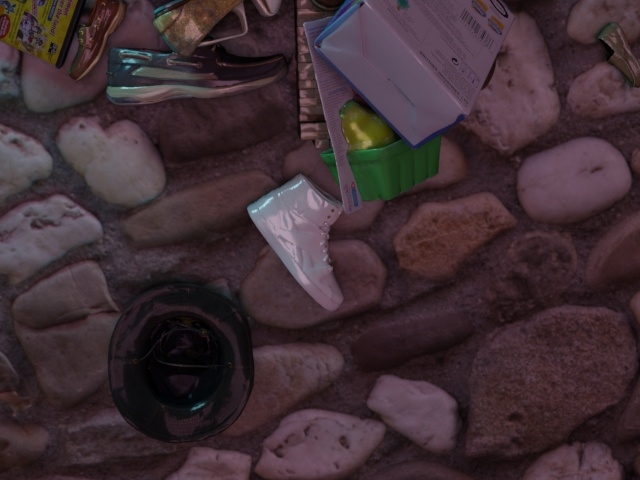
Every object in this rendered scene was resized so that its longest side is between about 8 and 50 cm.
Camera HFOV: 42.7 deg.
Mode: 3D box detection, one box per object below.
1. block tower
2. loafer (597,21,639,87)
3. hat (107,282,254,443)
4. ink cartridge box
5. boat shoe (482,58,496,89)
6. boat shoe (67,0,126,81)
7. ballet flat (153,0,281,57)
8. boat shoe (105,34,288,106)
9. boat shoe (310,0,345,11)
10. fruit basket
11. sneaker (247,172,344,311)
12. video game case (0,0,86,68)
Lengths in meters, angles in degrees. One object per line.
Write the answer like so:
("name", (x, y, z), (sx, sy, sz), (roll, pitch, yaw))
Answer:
("block tower", (-0.003, -0.354, 1.611), (0.091, 0.097, 0.335), (-4, 105, -6))
("loafer", (0.617, -0.376, 1.690), (0.050, 0.056, 0.148), (-29, 97, 4))
("hat", (-0.296, 0.254, 1.736), (0.332, 0.134, 0.331), (0, 88, -13))
("ink cartridge box", (0.191, -0.398, 1.483), (0.270, 0.395, 0.151), (44, 141, -17))
("boat shoe", (0.323, -0.383, 1.666), (0.056, 0.048, 0.153), (-9, 114, -19))
("boat shoe", (-0.440, -0.391, 1.564), (0.060, 0.064, 0.178), (28, 97, -35))
("ballet flat", (-0.146, -0.448, 1.521), (0.349, 0.123, 0.123), (-36, 108, -20))
("boat shoe", (-0.240, -0.339, 1.572), (0.356, 0.132, 0.130), (-8, 107, -5))
("boat shoe", (0.044, -0.576, 1.491), (0.111, 0.104, 0.307), (14, 82, -9))
("fruit basket", (0.098, -0.262, 1.574), (0.165, 0.327, 0.353), (-8, 105, 42))
("sneaker", (0.000, 0.000, 1.706), (0.169, 0.108, 0.292), (-35, 105, 8))
("video game case", (-0.553, -0.489, 1.503), (0.248, 0.035, 0.274), (25, 121, -12))
